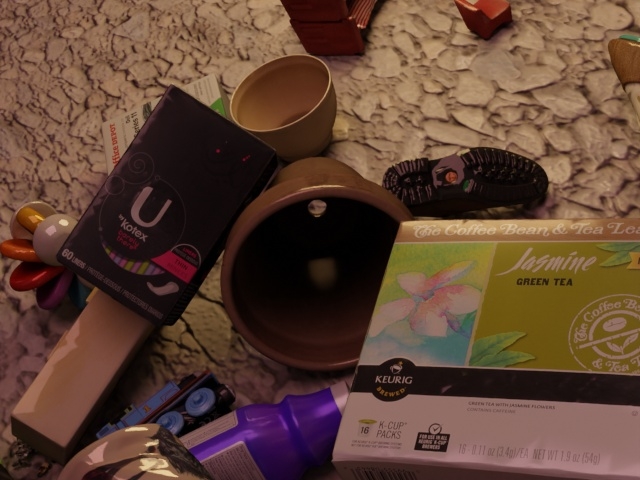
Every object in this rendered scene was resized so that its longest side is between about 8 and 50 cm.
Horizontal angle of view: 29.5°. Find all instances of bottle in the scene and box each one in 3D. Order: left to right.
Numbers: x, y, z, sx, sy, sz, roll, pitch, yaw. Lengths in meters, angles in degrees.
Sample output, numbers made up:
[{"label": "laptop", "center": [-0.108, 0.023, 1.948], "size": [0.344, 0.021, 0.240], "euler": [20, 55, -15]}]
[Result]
[{"label": "bottle", "center": [-0.082, 0.259, 1.463], "size": [0.282, 0.118, 0.092], "euler": [-27, 29, 2]}]

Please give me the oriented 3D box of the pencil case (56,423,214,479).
[{"label": "pencil case", "center": [-0.124, 0.369, 1.247], "size": [0.183, 0.160, 0.410], "euler": [-44, 54, -5]}]

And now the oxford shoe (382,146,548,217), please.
[{"label": "oxford shoe", "center": [0.193, -0.074, 1.653], "size": [0.227, 0.096, 0.083], "euler": [-1, 72, -2]}]

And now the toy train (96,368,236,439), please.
[{"label": "toy train", "center": [-0.195, 0.238, 1.568], "size": [0.184, 0.080, 0.105], "euler": [-39, 40, -11]}]

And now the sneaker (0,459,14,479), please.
[{"label": "sneaker", "center": [-0.448, 0.308, 1.453], "size": [0.185, 0.202, 0.483], "euler": [-36, 25, -21]}]

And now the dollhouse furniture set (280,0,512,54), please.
[{"label": "dollhouse furniture set", "center": [0.143, -0.420, 1.935], "size": [0.374, 0.152, 0.201], "euler": [3, 53, 28]}]

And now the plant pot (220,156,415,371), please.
[{"label": "plant pot", "center": [0.000, 0.000, 1.587], "size": [0.263, 0.263, 0.229], "euler": [-21, 28, 8]}]

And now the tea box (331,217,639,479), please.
[{"label": "tea box", "center": [0.230, 0.162, 1.328], "size": [0.329, 0.220, 0.324], "euler": [-1, 50, 25]}]

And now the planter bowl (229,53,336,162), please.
[{"label": "planter bowl", "center": [-0.042, -0.188, 1.849], "size": [0.162, 0.109, 0.162], "euler": [-14, 46, 15]}]

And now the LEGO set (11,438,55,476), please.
[{"label": "LEGO set", "center": [-0.395, 0.286, 1.657], "size": [0.083, 0.023, 0.054], "euler": [11, 57, 33]}]

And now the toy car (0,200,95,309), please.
[{"label": "toy car", "center": [-0.385, 0.034, 1.782], "size": [0.159, 0.182, 0.136], "euler": [21, 78, 56]}]

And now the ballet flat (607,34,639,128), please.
[{"label": "ballet flat", "center": [0.498, -0.170, 1.592], "size": [0.342, 0.116, 0.124], "euler": [28, 86, 36]}]

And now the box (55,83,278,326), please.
[{"label": "box", "center": [-0.193, -0.041, 1.582], "size": [0.165, 0.143, 0.270], "euler": [32, 86, 2]}]

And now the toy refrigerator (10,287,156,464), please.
[{"label": "toy refrigerator", "center": [-0.311, 0.159, 1.652], "size": [0.094, 0.102, 0.269], "euler": [31, 64, 2]}]

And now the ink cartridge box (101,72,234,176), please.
[{"label": "ink cartridge box", "center": [-0.234, -0.154, 1.927], "size": [0.208, 0.087, 0.153], "euler": [-24, 44, 6]}]
